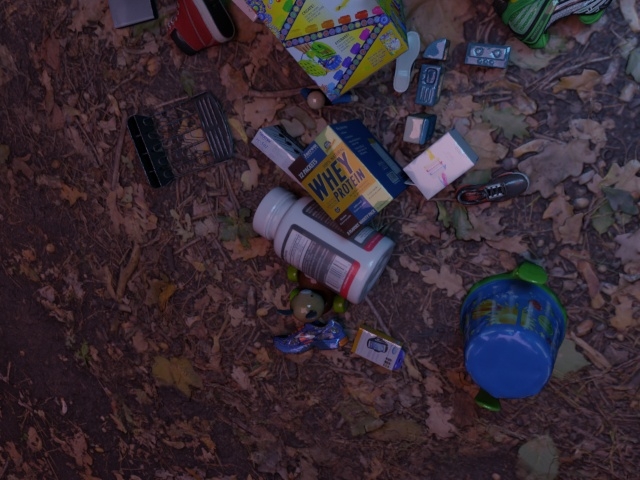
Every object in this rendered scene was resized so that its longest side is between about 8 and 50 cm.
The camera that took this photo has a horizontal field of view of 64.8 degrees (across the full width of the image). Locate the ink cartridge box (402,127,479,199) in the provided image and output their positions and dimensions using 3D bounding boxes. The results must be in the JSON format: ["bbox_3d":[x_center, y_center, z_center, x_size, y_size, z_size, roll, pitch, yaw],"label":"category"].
[{"bbox_3d":[0.256,-0.163,1.103,0.143,0.092,0.090,-39,90,29],"label":"ink cartridge box"}]

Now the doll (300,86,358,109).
[{"bbox_3d":[0.022,-0.313,1.096,0.129,0.189,0.046,15,113,19],"label":"doll"}]

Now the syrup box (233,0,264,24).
[{"bbox_3d":[-0.093,-0.600,1.101,0.093,0.096,0.237,46,117,3],"label":"syrup box"}]

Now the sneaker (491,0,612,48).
[{"bbox_3d":[0.492,-0.480,0.889,0.343,0.134,0.146,-31,100,37],"label":"sneaker"}]

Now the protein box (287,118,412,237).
[{"bbox_3d":[0.074,-0.146,1.124,0.201,0.200,0.136,49,118,2],"label":"protein box"}]

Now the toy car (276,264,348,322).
[{"bbox_3d":[-0.031,0.146,1.274,0.155,0.188,0.149,3,109,22],"label":"toy car"}]

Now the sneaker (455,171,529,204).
[{"bbox_3d":[0.369,-0.102,1.090,0.158,0.065,0.061,-15,101,27],"label":"sneaker"}]

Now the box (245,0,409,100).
[{"bbox_3d":[0.009,-0.475,0.933,0.177,0.290,0.279,-27,128,28],"label":"box"}]

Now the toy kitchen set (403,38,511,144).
[{"bbox_3d":[0.278,-0.297,1.030,0.166,0.122,0.207,15,113,18],"label":"toy kitchen set"}]

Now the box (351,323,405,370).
[{"bbox_3d":[0.156,0.285,1.335,0.136,0.028,0.081,23,115,12],"label":"box"}]

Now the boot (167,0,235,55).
[{"bbox_3d":[-0.329,-0.569,1.192,0.176,0.088,0.244,-4,122,35],"label":"boot"}]

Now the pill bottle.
[{"bbox_3d":[0.000,0.000,1.215,0.319,0.176,0.176,31,117,15],"label":"pill bottle"}]

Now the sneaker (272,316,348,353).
[{"bbox_3d":[-0.031,0.256,1.385,0.221,0.083,0.087,-11,89,20],"label":"sneaker"}]

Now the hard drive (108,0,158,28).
[{"bbox_3d":[-0.488,-0.611,1.306,0.135,0.022,0.094,-2,106,23],"label":"hard drive"}]

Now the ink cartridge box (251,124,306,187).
[{"bbox_3d":[-0.059,-0.195,1.223,0.207,0.097,0.046,42,118,5],"label":"ink cartridge box"}]

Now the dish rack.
[{"bbox_3d":[-0.368,-0.269,1.343,0.272,0.074,0.208,-13,102,26],"label":"dish rack"}]

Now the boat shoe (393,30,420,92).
[{"bbox_3d":[0.184,-0.385,1.089,0.046,0.038,0.125,7,112,0],"label":"boat shoe"}]

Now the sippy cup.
[{"bbox_3d":[0.408,0.216,1.092,0.240,0.224,0.305,-20,98,27],"label":"sippy cup"}]
